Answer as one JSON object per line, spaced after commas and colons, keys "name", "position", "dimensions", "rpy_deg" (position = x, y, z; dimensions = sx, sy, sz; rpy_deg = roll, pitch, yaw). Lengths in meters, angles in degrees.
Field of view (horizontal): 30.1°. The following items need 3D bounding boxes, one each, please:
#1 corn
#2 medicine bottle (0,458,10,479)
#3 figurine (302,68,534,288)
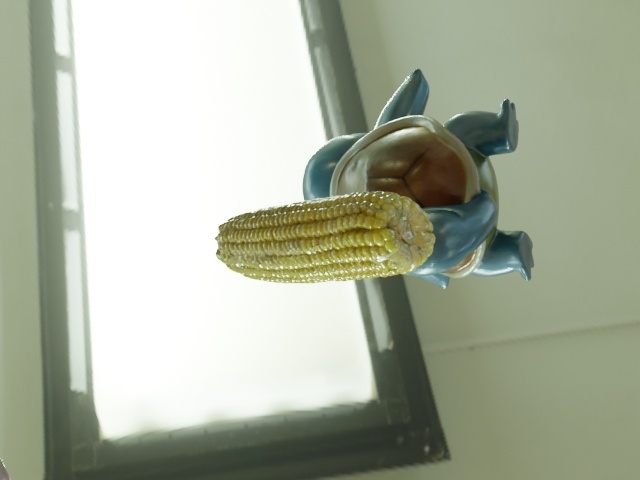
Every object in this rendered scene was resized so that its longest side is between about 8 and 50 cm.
{"name": "corn", "position": [0.000, 0.000, 0.878], "dimensions": [0.085, 0.165, 0.063], "rpy_deg": [-9, -88, -50]}
{"name": "medicine bottle", "position": [-0.450, 0.274, 1.050], "dimensions": [0.212, 0.325, 0.212], "rpy_deg": [0, -89, 26]}
{"name": "figurine", "position": [0.137, -0.044, 1.503], "dimensions": [0.243, 0.298, 0.416], "rpy_deg": [-21, -161, -12]}
